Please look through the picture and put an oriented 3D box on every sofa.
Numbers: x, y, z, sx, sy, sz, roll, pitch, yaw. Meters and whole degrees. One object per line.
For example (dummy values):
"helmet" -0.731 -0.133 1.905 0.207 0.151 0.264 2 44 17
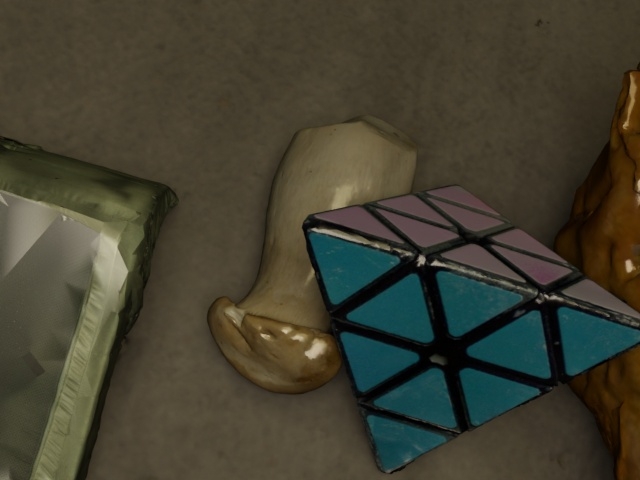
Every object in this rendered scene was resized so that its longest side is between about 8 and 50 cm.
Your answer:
"sofa" -0.215 0.047 0.648 0.210 0.176 0.225 14 95 -7

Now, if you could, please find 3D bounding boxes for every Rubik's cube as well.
"Rubik's cube" 0.050 0.007 0.660 0.178 0.211 0.190 32 33 -35

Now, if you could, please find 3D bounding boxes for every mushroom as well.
"mushroom" 0.000 -0.001 0.709 0.097 0.088 0.212 33 67 -13

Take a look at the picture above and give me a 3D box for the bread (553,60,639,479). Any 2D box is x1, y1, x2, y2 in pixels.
"bread" 0.312 0.036 0.604 0.215 0.398 0.398 -1 69 -28
